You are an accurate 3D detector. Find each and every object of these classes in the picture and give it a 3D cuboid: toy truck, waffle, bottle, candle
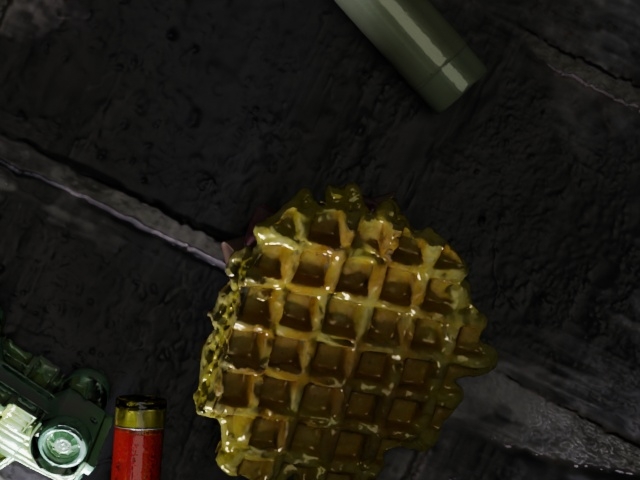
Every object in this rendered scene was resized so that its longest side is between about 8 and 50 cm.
[{"bbox_3d":[-0.326,0.142,1.459,0.259,0.128,0.135,31,111,-9],"label":"toy truck"},{"bbox_3d":[0.009,0.107,1.484,0.312,0.060,0.307,-42,114,2],"label":"waffle"},{"bbox_3d":[0.075,-0.222,1.532,0.072,0.072,0.201,-43,96,-7],"label":"bottle"},{"bbox_3d":[-0.178,0.217,1.502,0.052,0.052,0.130,3,90,-9],"label":"candle"}]

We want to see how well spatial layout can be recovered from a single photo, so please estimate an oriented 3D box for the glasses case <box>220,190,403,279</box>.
[{"bbox_3d":[0.000,0.000,1.520,0.193,0.070,0.102,-16,91,-9],"label":"glasses case"}]
